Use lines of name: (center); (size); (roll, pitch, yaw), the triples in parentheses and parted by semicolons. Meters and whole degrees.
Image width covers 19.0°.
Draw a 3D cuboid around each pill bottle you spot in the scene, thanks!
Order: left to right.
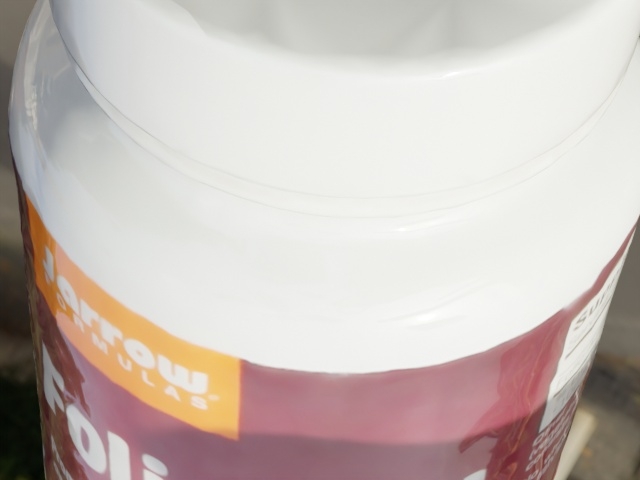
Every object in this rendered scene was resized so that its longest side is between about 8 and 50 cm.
pill bottle: (0.000, 0.000, 0.715); (0.224, 0.224, 0.392); (27, 146, 16)
